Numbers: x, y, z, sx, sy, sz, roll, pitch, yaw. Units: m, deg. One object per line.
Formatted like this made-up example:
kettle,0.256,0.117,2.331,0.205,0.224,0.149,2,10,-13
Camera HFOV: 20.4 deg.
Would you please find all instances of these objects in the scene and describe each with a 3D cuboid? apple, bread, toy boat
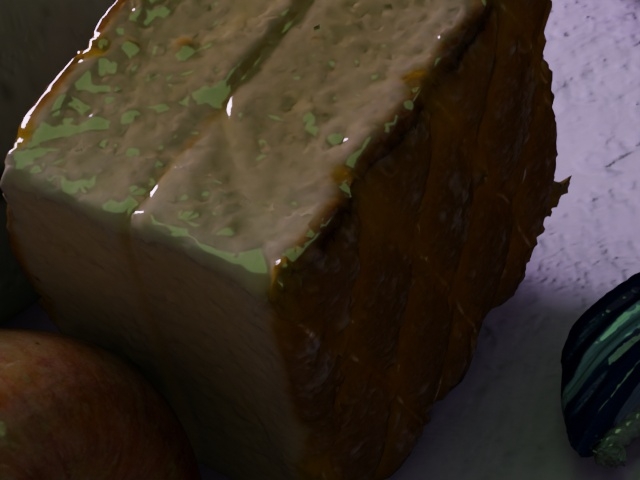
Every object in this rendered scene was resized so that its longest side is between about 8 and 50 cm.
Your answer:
apple,-0.167,0.151,0.950,0.188,0.211,0.211,-9,31,50
bread,-0.010,-0.027,1.021,0.207,0.279,0.279,23,63,22
toy boat,0.277,0.105,0.982,0.220,0.067,0.291,-30,45,-19

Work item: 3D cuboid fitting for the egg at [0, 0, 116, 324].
egg,-0.289,-0.096,1.169,0.428,0.345,0.345,-30,42,-27
